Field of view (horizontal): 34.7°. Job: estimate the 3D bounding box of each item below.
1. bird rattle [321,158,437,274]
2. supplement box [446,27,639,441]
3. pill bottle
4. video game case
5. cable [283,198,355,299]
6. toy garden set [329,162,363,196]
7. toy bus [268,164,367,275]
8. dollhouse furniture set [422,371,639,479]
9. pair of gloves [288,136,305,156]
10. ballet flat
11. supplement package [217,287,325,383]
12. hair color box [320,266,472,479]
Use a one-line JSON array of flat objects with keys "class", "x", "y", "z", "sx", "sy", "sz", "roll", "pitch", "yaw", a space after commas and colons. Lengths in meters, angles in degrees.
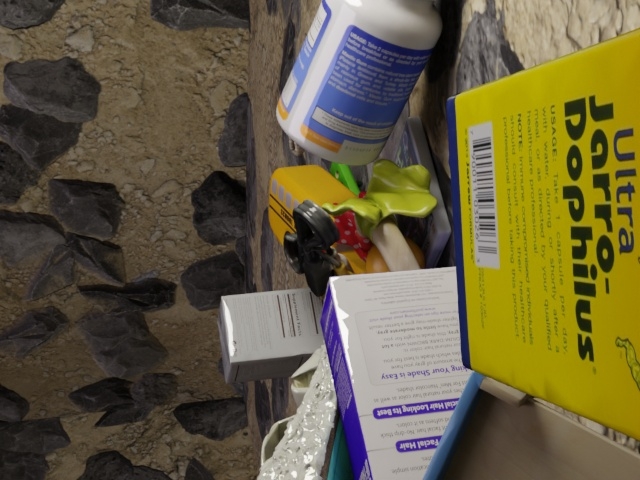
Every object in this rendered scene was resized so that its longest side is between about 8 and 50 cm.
[{"class": "bird rattle", "x": 0.078, "y": 0.012, "z": 1.376, "sx": 0.253, "sy": 0.143, "sz": 0.207, "roll": 108, "pitch": 138, "yaw": -70}, {"class": "supplement box", "x": 0.218, "y": -0.008, "z": 0.556, "sx": 0.356, "sy": 0.194, "sz": 0.195, "roll": -174, "pitch": 80, "yaw": -79}, {"class": "pill bottle", "x": 0.059, "y": -0.242, "z": 1.279, "sx": 0.272, "sy": 0.152, "sz": 0.152, "roll": -63, "pitch": 28, "yaw": 31}, {"class": "video game case", "x": 0.132, "y": -0.046, "z": 1.426, "sx": 0.173, "sy": 0.022, "sz": 0.190, "roll": 104, "pitch": 158, "yaw": -58}, {"class": "cable", "x": 0.000, "y": 0.000, "z": 1.371, "sx": 0.139, "sy": 0.072, "sz": 0.287, "roll": 49, "pitch": 164, "yaw": 25}, {"class": "toy garden set", "x": 0.051, "y": 0.004, "z": 1.791, "sx": 0.244, "sy": 0.049, "sz": 0.203, "roll": 110, "pitch": 145, "yaw": -50}, {"class": "toy bus", "x": 0.023, "y": -0.007, "z": 1.645, "sx": 0.333, "sy": 0.108, "sz": 0.130, "roll": -136, "pitch": 46, "yaw": -57}, {"class": "dollhouse furniture set", "x": 0.232, "y": 0.274, "z": 0.862, "sx": 0.198, "sy": 0.286, "sz": 0.303, "roll": 5, "pitch": -72, "yaw": -65}, {"class": "pair of gloves", "x": 0.040, "y": -0.246, "z": 1.455, "sx": 0.042, "sy": 0.204, "sz": 0.240, "roll": 32, "pitch": 135, "yaw": 27}, {"class": "ballet flat", "x": 0.006, "y": 0.213, "z": 1.299, "sx": 0.409, "sy": 0.147, "sz": 0.147, "roll": -60, "pitch": -24, "yaw": -56}, {"class": "supplement package", "x": -0.063, "y": 0.177, "z": 1.934, "sx": 0.139, "sy": 0.244, "sz": 0.133, "roll": 111, "pitch": 152, "yaw": -64}, {"class": "hair color box", "x": 0.122, "y": 0.197, "z": 1.161, "sx": 0.110, "sy": 0.185, "sz": 0.338, "roll": 99, "pitch": 163, "yaw": -51}]
